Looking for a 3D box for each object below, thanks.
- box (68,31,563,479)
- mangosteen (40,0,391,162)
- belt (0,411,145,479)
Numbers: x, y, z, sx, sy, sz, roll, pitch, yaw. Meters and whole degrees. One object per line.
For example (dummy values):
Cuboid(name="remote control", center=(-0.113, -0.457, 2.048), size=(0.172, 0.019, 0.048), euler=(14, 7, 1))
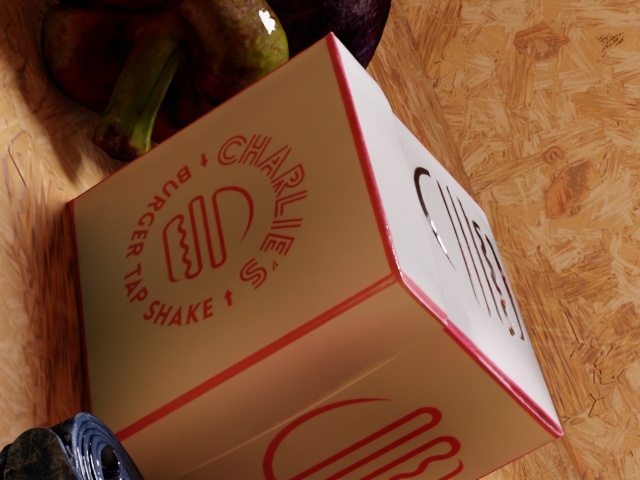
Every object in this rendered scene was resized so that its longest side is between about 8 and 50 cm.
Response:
Cuboid(name="box", center=(-0.009, 0.067, 1.459), size=(0.300, 0.312, 0.314), euler=(44, 23, -42))
Cuboid(name="mangosteen", center=(-0.128, -0.268, 1.664), size=(0.435, 0.382, 0.382), euler=(-41, 108, -40))
Cuboid(name="belt", center=(-0.162, 0.216, 1.179), size=(0.190, 0.082, 0.141), euler=(65, 9, -3))
